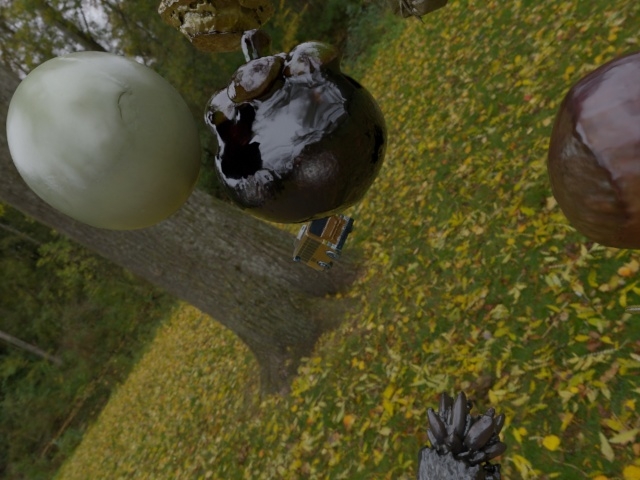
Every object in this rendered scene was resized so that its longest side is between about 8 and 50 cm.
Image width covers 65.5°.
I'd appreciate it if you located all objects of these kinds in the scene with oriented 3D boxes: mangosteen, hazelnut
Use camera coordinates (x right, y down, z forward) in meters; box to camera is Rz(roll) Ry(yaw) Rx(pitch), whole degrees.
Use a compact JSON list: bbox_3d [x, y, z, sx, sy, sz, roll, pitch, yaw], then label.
[{"bbox_3d":[-0.037,-0.168,0.757,0.288,0.233,0.287,5,98,39],"label":"mangosteen"},{"bbox_3d":[0.676,-0.178,1.002,0.421,0.421,0.353,-48,-6,24],"label":"hazelnut"}]

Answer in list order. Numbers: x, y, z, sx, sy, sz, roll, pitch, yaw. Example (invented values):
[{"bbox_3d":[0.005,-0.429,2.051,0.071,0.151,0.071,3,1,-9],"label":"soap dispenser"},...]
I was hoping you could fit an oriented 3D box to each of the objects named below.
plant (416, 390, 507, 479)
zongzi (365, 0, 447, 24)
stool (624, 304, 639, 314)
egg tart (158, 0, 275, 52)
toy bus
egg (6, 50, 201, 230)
[{"bbox_3d":[0.329,0.519,1.156,0.182,0.194,0.320,2,60,41],"label":"plant"},{"bbox_3d":[0.181,-0.738,1.259,0.467,0.218,0.500,29,79,44],"label":"zongzi"},{"bbox_3d":[0.920,0.201,1.347,0.110,0.135,0.134,99,-172,-76],"label":"stool"},{"bbox_3d":[-0.203,-0.445,1.008,0.241,0.241,0.105,-174,75,-69],"label":"egg tart"},{"bbox_3d":[0.000,0.000,1.114,0.091,0.103,0.182,-66,4,-22],"label":"toy bus"},{"bbox_3d":[-0.274,-0.128,0.646,0.219,0.269,0.219,-51,-22,-29],"label":"egg"}]
